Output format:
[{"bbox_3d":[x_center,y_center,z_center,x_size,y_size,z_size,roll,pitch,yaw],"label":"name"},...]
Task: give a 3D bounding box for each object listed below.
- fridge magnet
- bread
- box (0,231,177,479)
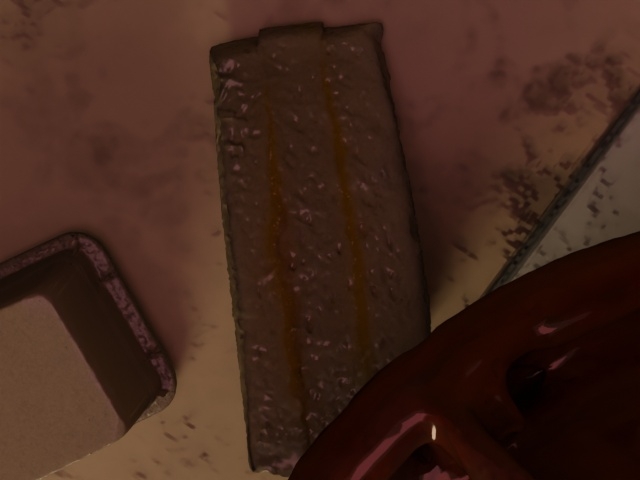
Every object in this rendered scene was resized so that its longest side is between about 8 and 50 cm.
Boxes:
[{"bbox_3d":[0.128,0.167,0.601,0.364,0.155,0.363,-9,116,-19],"label":"fridge magnet"},{"bbox_3d":[-0.001,-0.001,0.628,0.077,0.105,0.152,-9,107,2],"label":"bread"},{"bbox_3d":[-0.132,0.061,0.682,0.122,0.062,0.089,-26,103,12],"label":"box"}]
